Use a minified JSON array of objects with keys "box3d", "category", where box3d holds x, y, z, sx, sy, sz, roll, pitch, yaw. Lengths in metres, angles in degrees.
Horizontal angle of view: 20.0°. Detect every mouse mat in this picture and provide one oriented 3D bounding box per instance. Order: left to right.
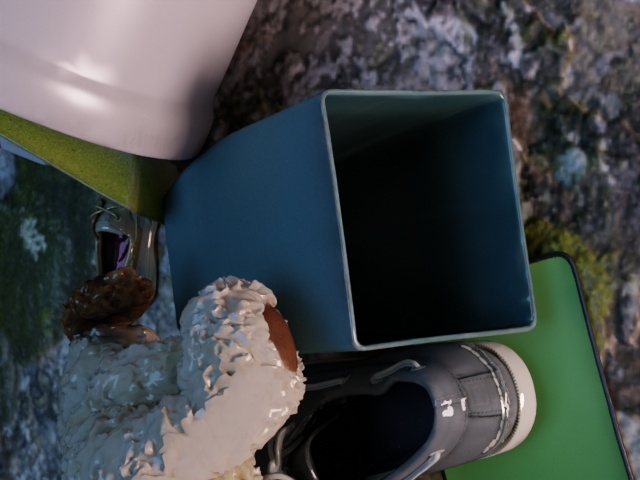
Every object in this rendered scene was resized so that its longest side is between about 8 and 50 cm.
[{"box3d":[0.136,0.114,1.267,0.152,0.007,0.190,-19,81,37],"category":"mouse mat"}]

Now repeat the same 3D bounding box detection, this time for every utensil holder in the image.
[{"box3d":[-0.155,-0.297,1.246,0.327,0.327,0.385,31,101,32],"category":"utensil holder"}]

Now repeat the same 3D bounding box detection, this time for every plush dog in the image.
[{"box3d":[-0.111,0.145,1.213,0.225,0.210,0.262,-132,24,-65],"category":"plush dog"}]

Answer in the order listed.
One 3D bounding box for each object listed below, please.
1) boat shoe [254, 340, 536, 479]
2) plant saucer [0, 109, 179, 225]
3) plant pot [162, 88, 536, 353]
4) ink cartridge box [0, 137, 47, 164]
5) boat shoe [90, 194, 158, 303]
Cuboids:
[{"box3d":[0.003,0.141,1.308,0.319,0.099,0.116,-20,81,40],"category":"boat shoe"},{"box3d":[-0.187,-0.076,1.355,0.188,0.188,0.045,30,90,9],"category":"plant saucer"},{"box3d":[0.000,0.000,1.266,0.234,0.165,0.165,-13,83,49],"category":"plant pot"},{"box3d":[-0.230,-0.148,1.496,0.109,0.063,0.150,20,105,35],"category":"ink cartridge box"},{"box3d":[-0.161,-0.011,1.462,0.050,0.045,0.135,-6,89,37],"category":"boat shoe"}]
